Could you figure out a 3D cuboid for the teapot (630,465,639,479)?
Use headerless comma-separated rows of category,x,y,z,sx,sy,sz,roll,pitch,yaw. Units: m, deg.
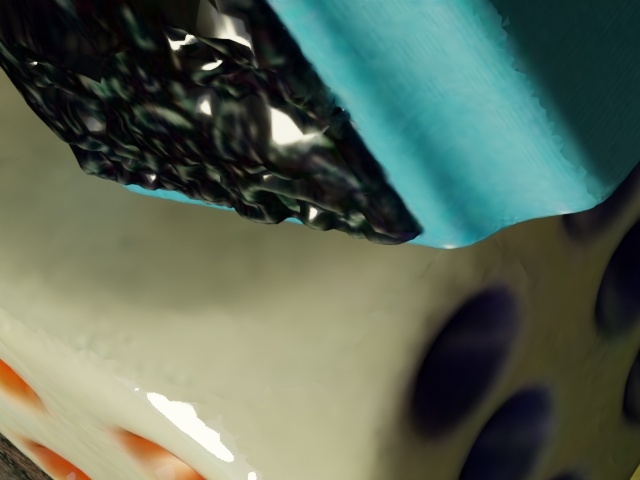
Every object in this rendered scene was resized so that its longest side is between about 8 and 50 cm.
teapot,0.142,0.148,1.104,0.269,0.182,0.173,50,157,-27

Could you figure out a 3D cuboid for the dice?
dice,0.000,0.000,0.868,0.304,0.304,0.277,26,156,34

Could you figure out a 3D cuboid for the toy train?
toy train,0.014,-0.133,0.629,0.300,0.265,0.188,11,145,50
